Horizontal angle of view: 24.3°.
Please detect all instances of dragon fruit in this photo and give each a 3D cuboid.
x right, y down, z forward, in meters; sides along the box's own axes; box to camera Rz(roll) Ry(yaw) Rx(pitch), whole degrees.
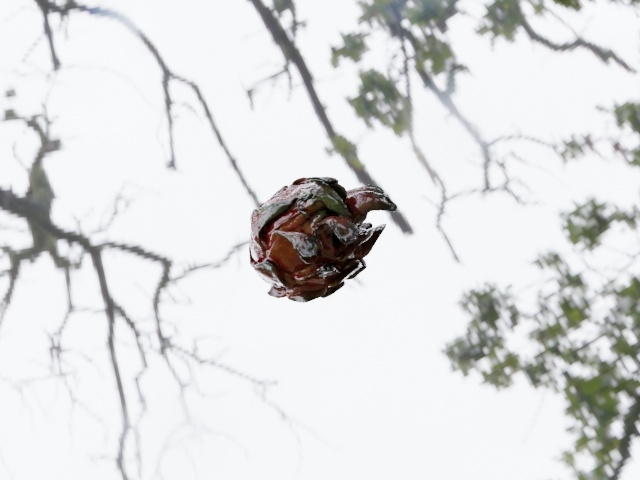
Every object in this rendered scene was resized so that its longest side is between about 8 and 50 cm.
[{"bbox_3d":[-0.006,-0.001,1.405,0.121,0.130,0.142,15,-48,-35],"label":"dragon fruit"}]
